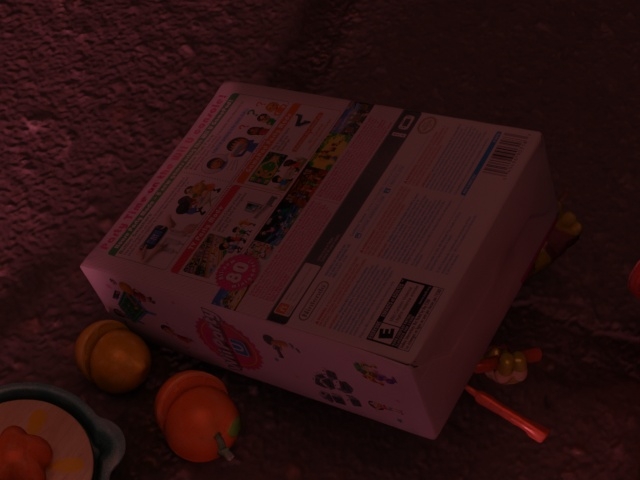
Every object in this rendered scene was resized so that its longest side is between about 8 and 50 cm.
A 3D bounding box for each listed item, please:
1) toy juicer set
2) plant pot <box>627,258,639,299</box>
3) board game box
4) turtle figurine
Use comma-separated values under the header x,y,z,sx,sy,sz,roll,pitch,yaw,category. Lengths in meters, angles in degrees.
x,y,z,sx,sy,sz,roll,pitch,yaw,category
-0.215,0.139,0.956,0.328,0.089,0.209,11,58,4,toy juicer set
0.407,0.098,0.933,0.272,0.272,0.265,-14,68,-12,plant pot
0.000,0.000,0.990,0.303,0.097,0.224,15,56,32,board game box
0.117,0.052,1.022,0.269,0.087,0.217,25,63,38,turtle figurine
